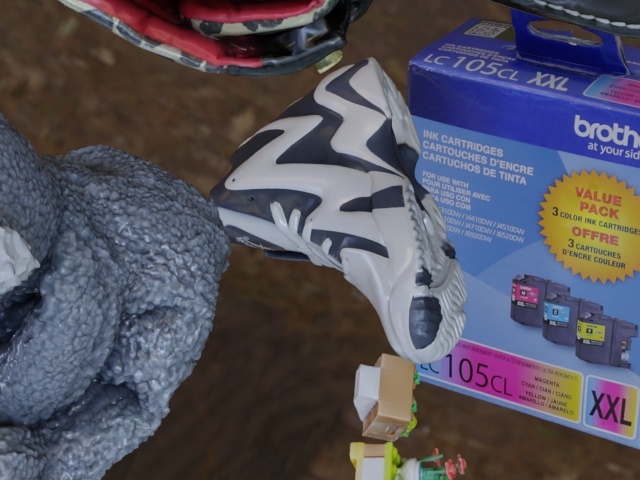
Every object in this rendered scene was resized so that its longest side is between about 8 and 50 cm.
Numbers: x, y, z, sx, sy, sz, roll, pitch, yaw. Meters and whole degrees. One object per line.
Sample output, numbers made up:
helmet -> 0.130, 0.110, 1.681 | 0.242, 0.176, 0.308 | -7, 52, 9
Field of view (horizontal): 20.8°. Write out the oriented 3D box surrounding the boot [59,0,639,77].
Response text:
boot -> 0.025, -0.091, 0.510 | 0.236, 0.178, 0.085 | 24, 122, -9

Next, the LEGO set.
LEGO set -> 0.063, 0.186, 1.071 | 0.107, 0.287, 0.132 | -2, 115, 12

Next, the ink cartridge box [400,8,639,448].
ink cartridge box -> 0.222, -0.039, 1.599 | 0.270, 0.151, 0.395 | 15, 120, 27

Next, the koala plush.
koala plush -> -0.167, 0.000, 0.853 | 0.196, 0.203, 0.221 | 53, 179, 38

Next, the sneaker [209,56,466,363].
sneaker -> 0.000, 0.000, 1.155 | 0.153, 0.235, 0.094 | -25, 149, 16
